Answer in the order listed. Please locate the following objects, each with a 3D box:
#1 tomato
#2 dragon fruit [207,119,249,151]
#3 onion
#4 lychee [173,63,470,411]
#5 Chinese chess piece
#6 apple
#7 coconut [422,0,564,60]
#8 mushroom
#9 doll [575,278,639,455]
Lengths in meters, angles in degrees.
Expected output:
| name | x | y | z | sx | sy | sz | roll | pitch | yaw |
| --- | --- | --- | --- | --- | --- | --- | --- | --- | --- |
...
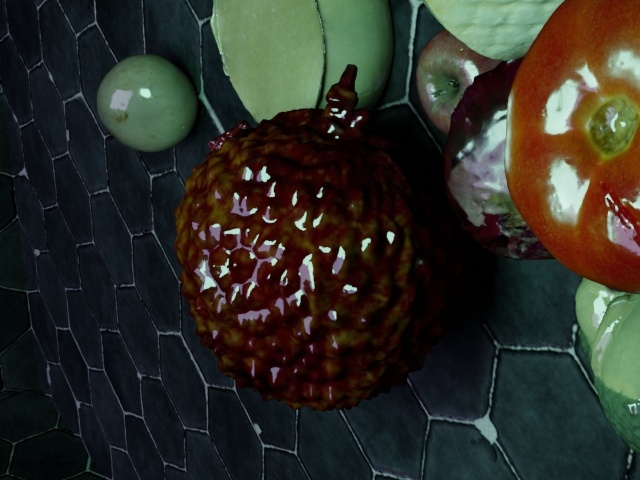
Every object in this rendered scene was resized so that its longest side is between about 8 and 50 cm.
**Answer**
| name | x | y | z | sx | sy | sz | roll | pitch | yaw |
| --- | --- | --- | --- | --- | --- | --- | --- | --- | --- |
| tomato | 0.306 | -0.099 | 0.889 | 0.299 | 0.226 | 0.298 | 0 | 90 | 56 |
| dragon fruit | -0.159 | -0.153 | 1.963 | 0.131 | 0.063 | 0.097 | 63 | 148 | 15 |
| onion | 0.261 | -0.098 | 1.200 | 0.219 | 0.252 | 0.252 | -71 | -17 | -60 |
| lychee | 0.000 | 0.000 | 1.458 | 0.425 | 0.425 | 0.499 | 28 | 122 | 50 |
| Chinese chess piece | -0.033 | -0.326 | 1.603 | 0.338 | 0.141 | 0.338 | 35 | 135 | 45 |
| apple | 0.200 | -0.202 | 1.311 | 0.153 | 0.120 | 0.153 | 24 | 122 | 46 |
| coconut | 0.197 | -0.346 | 1.073 | 0.329 | 0.329 | 0.328 | 33 | 132 | 47 |
| mushroom | -0.345 | -0.288 | 2.108 | 0.204 | 0.204 | 0.204 | 33 | 132 | 47 |
| doll | 0.373 | 0.097 | 1.041 | 0.349 | 0.247 | 0.247 | -87 | -16 | -82 |
